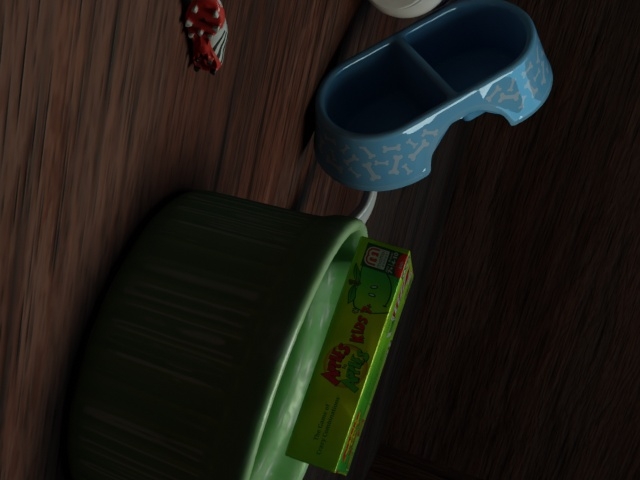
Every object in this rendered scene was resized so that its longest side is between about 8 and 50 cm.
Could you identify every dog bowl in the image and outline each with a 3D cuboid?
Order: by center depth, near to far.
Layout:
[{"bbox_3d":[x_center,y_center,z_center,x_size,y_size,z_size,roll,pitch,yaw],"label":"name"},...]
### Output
[{"bbox_3d":[0.123,-0.174,1.220,0.297,0.166,0.074,-30,142,-8],"label":"dog bowl"}]

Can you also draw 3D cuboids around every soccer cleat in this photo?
[{"bbox_3d":[-0.080,-0.155,0.775,0.083,0.029,0.036,95,7,-61],"label":"soccer cleat"}]

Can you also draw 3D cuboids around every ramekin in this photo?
[{"bbox_3d":[-0.079,0.105,0.876,0.303,0.148,0.303,18,90,-79],"label":"ramekin"}]

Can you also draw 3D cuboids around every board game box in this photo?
[{"bbox_3d":[0.027,0.096,0.872,0.092,0.043,0.181,63,46,-74],"label":"board game box"}]

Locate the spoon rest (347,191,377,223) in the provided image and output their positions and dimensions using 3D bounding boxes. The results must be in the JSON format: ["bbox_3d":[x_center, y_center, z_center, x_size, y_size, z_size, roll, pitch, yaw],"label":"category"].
[{"bbox_3d":[0.000,0.000,1.263,0.137,0.084,0.276,65,46,-75],"label":"spoon rest"}]

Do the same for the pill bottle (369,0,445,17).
[{"bbox_3d":[0.104,-0.312,1.231,0.193,0.108,0.108,-47,153,-67],"label":"pill bottle"}]
